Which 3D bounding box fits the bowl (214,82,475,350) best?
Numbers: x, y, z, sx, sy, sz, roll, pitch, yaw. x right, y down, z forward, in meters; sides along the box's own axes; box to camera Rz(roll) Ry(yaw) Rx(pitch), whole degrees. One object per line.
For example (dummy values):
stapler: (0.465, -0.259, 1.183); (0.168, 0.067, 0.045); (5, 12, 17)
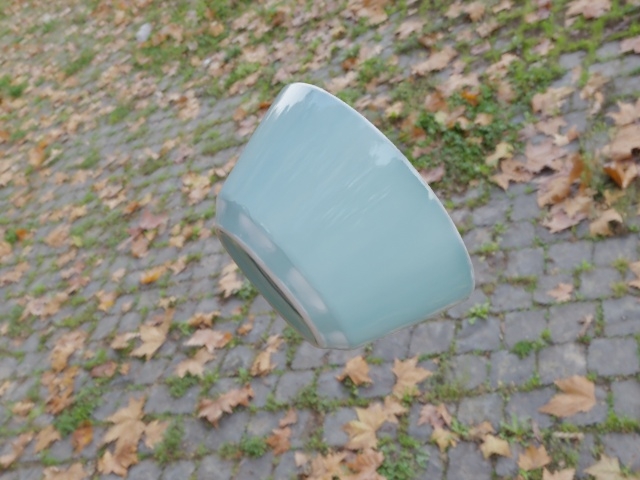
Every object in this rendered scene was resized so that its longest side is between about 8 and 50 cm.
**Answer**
bowl: (0.000, 0.000, 0.835); (0.163, 0.311, 0.311); (-40, 35, -11)
